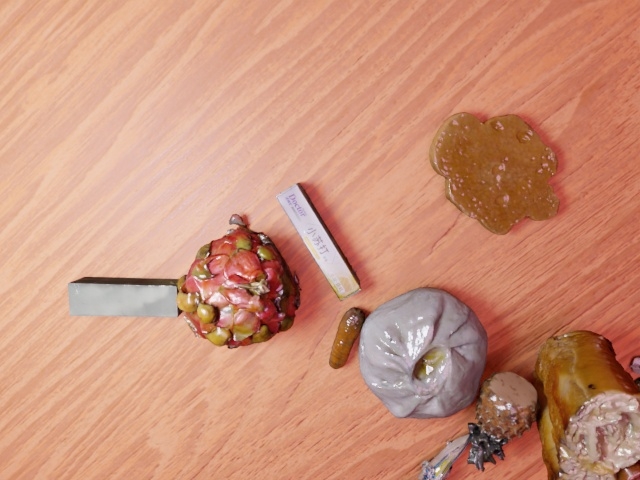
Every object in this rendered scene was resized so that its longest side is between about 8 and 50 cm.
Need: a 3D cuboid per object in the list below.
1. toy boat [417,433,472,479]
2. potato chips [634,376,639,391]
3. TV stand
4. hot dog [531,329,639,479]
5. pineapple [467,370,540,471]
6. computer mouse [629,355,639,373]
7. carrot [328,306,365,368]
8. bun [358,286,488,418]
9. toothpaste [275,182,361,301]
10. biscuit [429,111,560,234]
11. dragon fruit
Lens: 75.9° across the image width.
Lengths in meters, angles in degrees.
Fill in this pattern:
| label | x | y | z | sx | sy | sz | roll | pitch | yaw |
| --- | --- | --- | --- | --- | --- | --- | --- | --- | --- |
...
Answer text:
| label | x | y | z | sx | sy | sz | roll | pitch | yaw |
| --- | --- | --- | --- | --- | --- | --- | --- | --- | --- |
| toy boat | 0.355 | 0.620 | 1.161 | 0.210 | 0.084 | 0.066 | -44 | 75 | -2 |
| potato chips | 0.973 | 0.564 | 1.147 | 0.389 | 0.097 | 0.373 | -17 | 98 | 1 |
| TV stand | -0.491 | 0.146 | 1.059 | 0.269 | 0.083 | 0.088 | 2 | 98 | -1 |
| hot dog | 0.621 | 0.408 | 0.976 | 0.196 | 0.365 | 0.367 | 4 | 110 | 13 |
| pineapple | 0.464 | 0.479 | 1.080 | 0.141 | 0.170 | 0.310 | 13 | 124 | 14 |
| computer mouse | 0.919 | 0.344 | 1.140 | 0.110 | 0.032 | 0.056 | -12 | 99 | 1 |
| carrot | 0.066 | 0.263 | 1.101 | 0.060 | 0.060 | 0.186 | 21 | 104 | -4 |
| bun | 0.267 | 0.301 | 1.041 | 0.354 | 0.194 | 0.354 | 0 | 99 | 0 |
| toothpaste | 0.000 | 0.000 | 1.039 | 0.071 | 0.089 | 0.313 | -30 | 99 | 9 |
| biscuit | 0.446 | -0.173 | 1.034 | 0.376 | 0.051 | 0.269 | 34 | 95 | -7 |
| dragon fruit | -0.210 | 0.130 | 0.969 | 0.296 | 0.263 | 0.314 | -33 | 99 | 5 |
